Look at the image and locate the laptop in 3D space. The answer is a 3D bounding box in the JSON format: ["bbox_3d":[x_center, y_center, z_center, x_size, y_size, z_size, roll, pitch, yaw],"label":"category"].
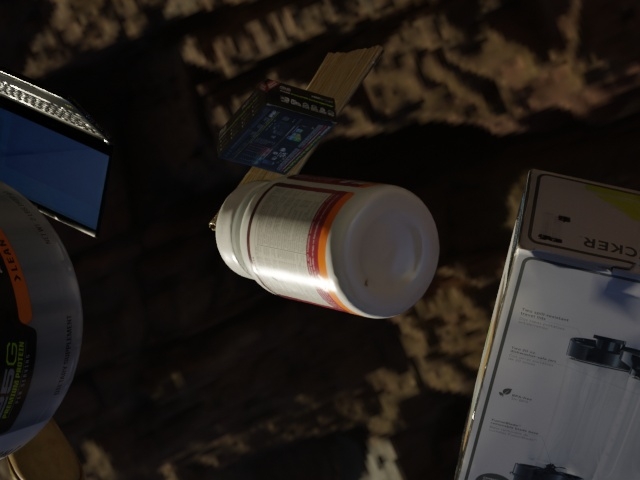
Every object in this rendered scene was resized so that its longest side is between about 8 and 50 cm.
[{"bbox_3d":[-0.436,-0.145,2.165,0.136,0.234,0.264,-63,159,-10],"label":"laptop"}]

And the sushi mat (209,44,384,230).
[{"bbox_3d":[-0.034,-0.137,1.994,0.316,0.019,0.151,-56,-155,-19],"label":"sushi mat"}]

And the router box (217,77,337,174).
[{"bbox_3d":[-0.051,-0.129,1.698,0.092,0.038,0.122,15,144,-29],"label":"router box"}]

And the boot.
[{"bbox_3d":[-0.403,0.193,1.944,0.089,0.269,0.236,-27,-129,-23],"label":"boot"}]

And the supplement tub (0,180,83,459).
[{"bbox_3d":[-0.281,0.056,0.792,0.193,0.194,0.316,-19,177,20],"label":"supplement tub"}]

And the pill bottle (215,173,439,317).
[{"bbox_3d":[0.000,0.000,1.389,0.121,0.121,0.221,-30,-158,-28],"label":"pill bottle"}]

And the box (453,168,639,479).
[{"bbox_3d":[0.200,0.098,1.066,0.169,0.290,0.087,12,-137,6],"label":"box"}]
